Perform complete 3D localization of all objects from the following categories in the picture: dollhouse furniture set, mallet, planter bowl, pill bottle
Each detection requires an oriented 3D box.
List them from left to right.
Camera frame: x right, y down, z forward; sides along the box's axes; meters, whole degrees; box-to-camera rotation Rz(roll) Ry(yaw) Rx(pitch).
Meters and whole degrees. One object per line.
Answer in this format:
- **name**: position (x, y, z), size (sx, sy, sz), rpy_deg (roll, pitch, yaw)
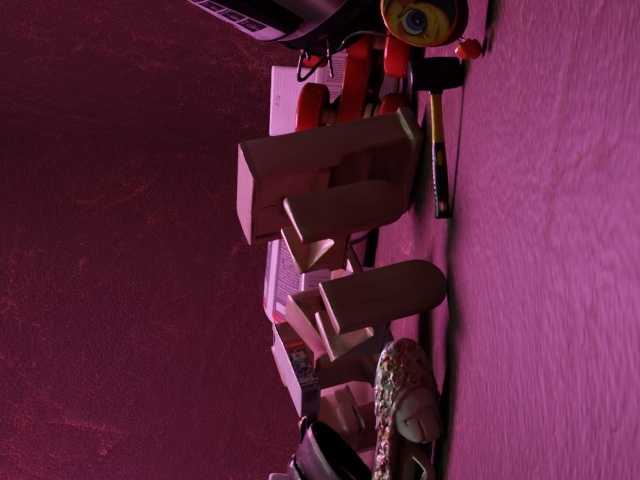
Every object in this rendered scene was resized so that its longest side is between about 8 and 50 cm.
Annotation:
- **pill bottle**: position (0.000, 0.000, 2.125), size (0.210, 0.210, 0.363), rpy_deg (-90, 6, -56)
- **planter bowl**: position (0.026, 0.268, 1.639), size (0.162, 0.109, 0.162), rpy_deg (-176, 90, -88)
- **dollhouse furniture set**: position (0.064, 0.036, 1.452), size (0.362, 0.256, 0.394), rpy_deg (97, 155, -53)
- **mallet**: position (0.127, -0.121, 1.238), size (0.039, 0.062, 0.190), rpy_deg (145, 129, -88)

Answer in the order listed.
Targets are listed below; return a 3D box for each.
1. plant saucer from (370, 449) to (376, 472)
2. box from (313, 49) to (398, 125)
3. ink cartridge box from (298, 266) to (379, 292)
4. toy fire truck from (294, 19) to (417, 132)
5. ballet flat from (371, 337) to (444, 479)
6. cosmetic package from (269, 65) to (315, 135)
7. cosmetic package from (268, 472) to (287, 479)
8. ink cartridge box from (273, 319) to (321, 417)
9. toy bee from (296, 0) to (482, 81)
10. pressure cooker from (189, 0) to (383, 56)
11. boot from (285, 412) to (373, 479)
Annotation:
- **plant saucer**: position (0.092, 0.285, 1.672), size (0.168, 0.029, 0.169), rpy_deg (-175, 90, -87)
- **box**: position (0.058, -0.231, 1.921), size (0.127, 0.148, 0.232), rpy_deg (142, 132, -86)
- **ink cartridge box**: position (0.035, 0.149, 1.786), size (0.087, 0.153, 0.209), rpy_deg (-120, 33, -83)
- **toy fire truck**: position (0.072, -0.262, 1.718), size (0.254, 0.169, 0.302), rpy_deg (-47, -36, -71)
- **ballet flat**: position (0.105, 0.230, 1.198), size (0.077, 0.091, 0.241), rpy_deg (26, 120, 54)
- **cosmetic package**: position (0.013, -0.271, 2.106), size (0.224, 0.224, 0.138), rpy_deg (-103, 15, -81)
- **cosmetic package**: position (0.011, 0.421, 1.512), size (0.151, 0.183, 0.151), rpy_deg (99, 175, -70)
- **ink cartridge box**: position (-0.031, 0.159, 1.349), size (0.063, 0.029, 0.115), rpy_deg (93, 159, -47)
- **toy bee**: position (0.120, -0.271, 1.125), size (0.195, 0.162, 0.298), rpy_deg (-42, -19, -47)
- **pressure cooker**: position (-0.018, -0.447, 1.373), size (0.375, 0.420, 0.370), rpy_deg (-28, 43, 46)
- **boot**: position (0.012, 0.375, 1.315), size (0.263, 0.091, 0.229), rpy_deg (51, 127, 24)
